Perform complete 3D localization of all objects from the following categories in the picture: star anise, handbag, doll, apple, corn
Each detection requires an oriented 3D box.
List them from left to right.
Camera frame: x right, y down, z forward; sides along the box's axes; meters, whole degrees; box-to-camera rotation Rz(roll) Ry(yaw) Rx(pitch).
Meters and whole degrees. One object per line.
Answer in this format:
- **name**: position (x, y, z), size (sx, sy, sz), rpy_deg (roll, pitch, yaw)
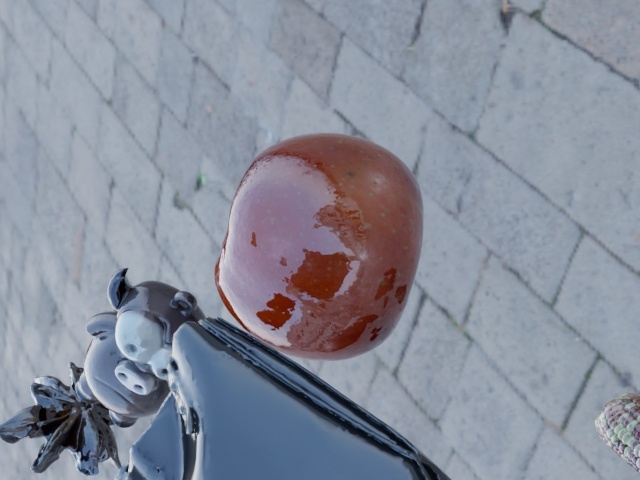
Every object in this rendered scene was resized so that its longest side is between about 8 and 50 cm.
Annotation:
- **star anise**: position (-0.417, 0.304, 1.695), size (0.129, 0.212, 0.283), rpy_deg (-61, 5, 32)
- **doll**: position (-0.230, 0.145, 1.277), size (0.182, 0.117, 0.257), rpy_deg (36, 134, -9)
- **handbag**: position (-0.063, 0.238, 0.754), size (0.288, 0.152, 0.342), rpy_deg (42, 113, 27)
- **apple**: position (0.000, 0.000, 1.123), size (0.260, 0.216, 0.260), rpy_deg (-165, 90, -87)
- **corn**: position (0.455, 0.287, 1.243), size (0.253, 0.086, 0.086), rpy_deg (43, 131, 44)
